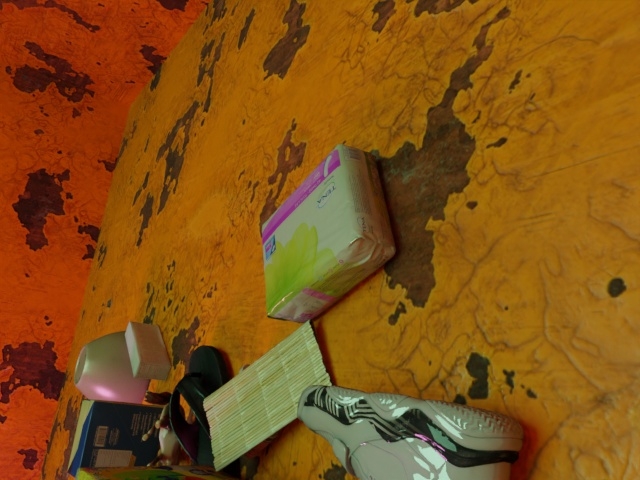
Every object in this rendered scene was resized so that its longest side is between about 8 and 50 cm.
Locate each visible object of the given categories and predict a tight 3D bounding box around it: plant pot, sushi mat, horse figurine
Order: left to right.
[{"bbox_3d":[-0.699,0.425,1.792,0.284,0.190,0.284,-33,48,46],"label":"plant pot"},{"bbox_3d":[-0.372,0.474,1.296,0.174,0.066,0.263,-39,-48,-79],"label":"horse figurine"},{"bbox_3d":[-0.108,0.293,1.016,0.316,0.019,0.151,-40,51,21],"label":"sushi mat"}]

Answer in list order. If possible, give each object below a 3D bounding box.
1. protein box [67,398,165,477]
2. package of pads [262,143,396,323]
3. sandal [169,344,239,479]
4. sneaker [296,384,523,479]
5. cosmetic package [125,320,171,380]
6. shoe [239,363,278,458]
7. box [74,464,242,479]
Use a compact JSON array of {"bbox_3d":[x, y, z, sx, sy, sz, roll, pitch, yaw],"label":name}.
[{"bbox_3d":[-0.569,0.557,1.512,0.136,0.201,0.200,-19,59,52],"label":"protein box"},{"bbox_3d":[0.000,0.000,0.996,0.296,0.101,0.229,-44,41,39],"label":"package of pads"},{"bbox_3d":[-0.268,0.410,1.206,0.168,0.107,0.446,-54,36,28],"label":"sandal"},{"bbox_3d":[0.078,0.304,0.689,0.365,0.137,0.210,-12,63,51],"label":"sneaker"},{"bbox_3d":[-0.538,0.339,1.670,0.060,0.098,0.239,-65,32,11],"label":"cosmetic package"},{"bbox_3d":[-0.143,0.341,1.086,0.081,0.063,0.178,-50,42,23],"label":"shoe"},{"bbox_3d":[-0.229,0.499,0.887,0.289,0.279,0.177,-1,74,43],"label":"box"}]
